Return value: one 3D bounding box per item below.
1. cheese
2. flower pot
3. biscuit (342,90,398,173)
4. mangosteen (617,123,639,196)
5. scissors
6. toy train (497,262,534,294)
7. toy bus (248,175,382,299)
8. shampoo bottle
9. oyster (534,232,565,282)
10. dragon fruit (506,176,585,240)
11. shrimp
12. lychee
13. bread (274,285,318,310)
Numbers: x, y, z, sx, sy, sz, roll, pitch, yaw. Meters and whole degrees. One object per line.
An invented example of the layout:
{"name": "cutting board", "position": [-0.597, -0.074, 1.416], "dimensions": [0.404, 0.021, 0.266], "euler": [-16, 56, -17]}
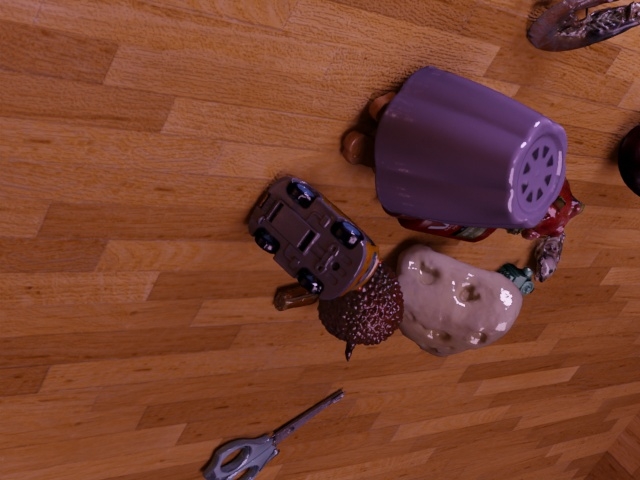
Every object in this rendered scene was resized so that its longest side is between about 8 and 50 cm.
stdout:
{"name": "cheese", "position": [0.270, 0.140, 2.086], "dimensions": [0.248, 0.251, 0.174], "euler": [77, 28, -65]}
{"name": "flower pot", "position": [0.259, -0.136, 1.700], "dimensions": [0.265, 0.243, 0.265], "euler": [-26, 125, -45]}
{"name": "biscuit", "position": [0.134, -0.170, 1.784], "dimensions": [0.144, 0.040, 0.236], "euler": [-48, 147, 15]}
{"name": "mangosteen", "position": [0.759, -0.194, 2.301], "dimensions": [0.194, 0.194, 0.230], "euler": [87, 23, -50]}
{"name": "scissors", "position": [-0.089, 0.423, 2.222], "dimensions": [0.360, 0.029, 0.191], "euler": [-31, 144, -17]}
{"name": "toy train", "position": [0.416, 0.125, 2.384], "dimensions": [0.099, 0.070, 0.172], "euler": [17, 115, -41]}
{"name": "toy bus", "position": [0.000, 0.000, 1.688], "dimensions": [0.126, 0.209, 0.136], "euler": [-54, 156, 14]}
{"name": "shampoo bottle", "position": [0.233, -0.060, 1.971], "dimensions": [0.118, 0.076, 0.314], "euler": [-41, 150, 27]}
{"name": "oyster", "position": [0.523, 0.047, 2.417], "dimensions": [0.108, 0.053, 0.166], "euler": [-51, 149, -40]}
{"name": "dragon fruit", "position": [0.442, -0.067, 2.109], "dimensions": [0.137, 0.135, 0.236], "euler": [-55, 163, 28]}
{"name": "shrimp", "position": [0.485, -0.388, 1.807], "dimensions": [0.251, 0.052, 0.143], "euler": [-18, 157, 10]}
{"name": "lychee", "position": [0.075, 0.126, 1.936], "dimensions": [0.165, 0.165, 0.197], "euler": [-3, 112, -45]}
{"name": "bread", "position": [-0.044, 0.105, 1.907], "dimensions": [0.083, 0.036, 0.047], "euler": [-11, 138, -37]}
